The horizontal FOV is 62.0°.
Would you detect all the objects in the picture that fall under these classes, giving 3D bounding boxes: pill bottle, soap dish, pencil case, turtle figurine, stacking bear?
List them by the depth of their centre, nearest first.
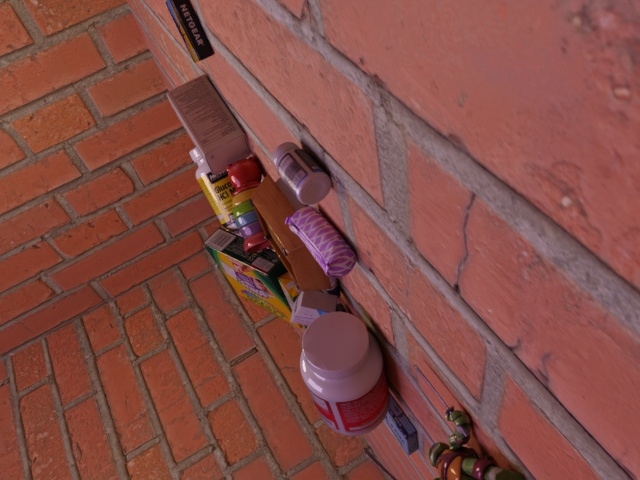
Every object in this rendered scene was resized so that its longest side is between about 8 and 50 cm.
[{"bbox_3d":[0.233,0.433,1.021,0.274,0.198,0.266,59,166,-12],"label":"turtle figurine"},{"bbox_3d":[-0.043,-0.142,1.103,0.137,0.078,0.078,52,166,38],"label":"pill bottle"},{"bbox_3d":[0.000,0.000,1.241,0.206,0.088,0.086,47,126,41],"label":"pencil case"},{"bbox_3d":[-0.079,-0.014,1.481,0.290,0.118,0.228,53,167,37],"label":"soap dish"},{"bbox_3d":[0.070,0.378,1.509,0.229,0.229,0.407,52,166,37],"label":"pill bottle"},{"bbox_3d":[-0.213,-0.124,1.717,0.164,0.176,0.288,6,-115,-75],"label":"stacking bear"},{"bbox_3d":[-0.347,-0.211,1.993,0.333,0.188,0.188,62,169,-8],"label":"pill bottle"}]

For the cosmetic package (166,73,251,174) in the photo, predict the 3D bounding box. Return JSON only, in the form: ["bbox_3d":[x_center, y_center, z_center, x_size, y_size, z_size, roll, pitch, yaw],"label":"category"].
[{"bbox_3d":[-0.369,-0.384,1.764,0.296,0.153,0.129,57,170,23],"label":"cosmetic package"}]

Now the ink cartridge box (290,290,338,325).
[{"bbox_3d":[-0.026,0.210,1.582,0.181,0.105,0.061,120,161,-60],"label":"ink cartridge box"}]

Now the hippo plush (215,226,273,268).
[{"bbox_3d":[-0.266,0.002,2.231,0.237,0.234,0.294,35,-146,-33],"label":"hippo plush"}]

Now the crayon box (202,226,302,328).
[{"bbox_3d":[-0.221,0.134,1.936,0.363,0.106,0.313,21,148,40],"label":"crayon box"}]

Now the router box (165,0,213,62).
[{"bbox_3d":[-0.369,-0.597,1.498,0.178,0.046,0.133,66,168,-23],"label":"router box"}]

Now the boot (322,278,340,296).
[{"bbox_3d":[-0.013,0.098,1.587,0.190,0.069,0.086,48,167,36],"label":"boot"}]

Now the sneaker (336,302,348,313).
[{"bbox_3d":[0.061,0.273,1.700,0.261,0.104,0.125,98,157,-64],"label":"sneaker"}]

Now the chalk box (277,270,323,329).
[{"bbox_3d":[-0.032,0.196,1.761,0.132,0.132,0.213,48,164,49],"label":"chalk box"}]

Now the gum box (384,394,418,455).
[{"bbox_3d":[0.251,0.591,1.721,0.157,0.041,0.184,52,167,38],"label":"gum box"}]
